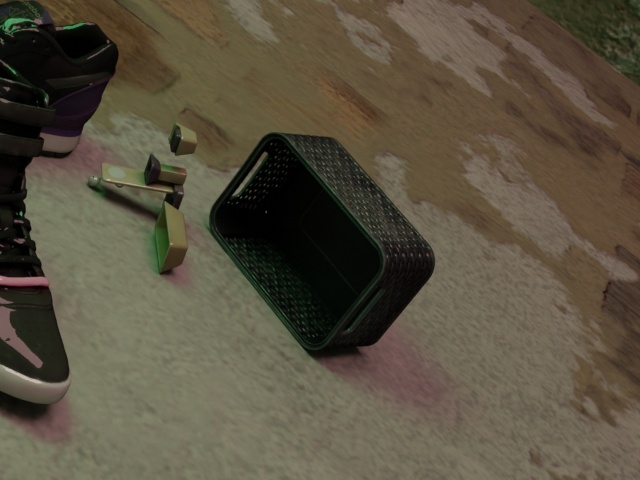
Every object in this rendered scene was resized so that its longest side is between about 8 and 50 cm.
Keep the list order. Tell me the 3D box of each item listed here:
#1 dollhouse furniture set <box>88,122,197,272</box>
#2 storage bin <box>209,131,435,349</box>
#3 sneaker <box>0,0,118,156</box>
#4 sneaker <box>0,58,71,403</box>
[{"bbox_3d":[-0.152,-0.038,1.433,0.081,0.091,0.114,11,35,-19],"label":"dollhouse furniture set"},{"bbox_3d":[0.000,0.000,1.507,0.084,0.122,0.180,1,43,-53],"label":"storage bin"},{"bbox_3d":[-0.288,-0.155,1.382,0.283,0.124,0.107,1,42,-53],"label":"sneaker"},{"bbox_3d":[-0.238,-0.028,1.197,0.104,0.147,0.295,9,38,-51],"label":"sneaker"}]
